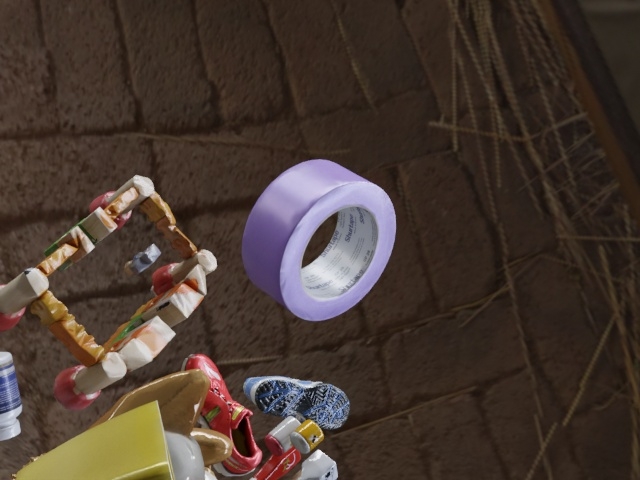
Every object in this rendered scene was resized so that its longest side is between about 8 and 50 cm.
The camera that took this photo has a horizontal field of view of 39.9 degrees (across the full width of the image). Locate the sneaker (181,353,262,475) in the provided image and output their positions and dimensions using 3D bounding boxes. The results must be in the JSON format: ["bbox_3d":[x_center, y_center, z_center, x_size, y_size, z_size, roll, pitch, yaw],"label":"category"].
[{"bbox_3d":[-0.199,0.362,1.878,0.107,0.118,0.279,-23,87,-50],"label":"sneaker"}]

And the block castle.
[{"bbox_3d":[-0.445,0.102,1.813,0.303,0.213,0.453,50,38,-12],"label":"block castle"}]

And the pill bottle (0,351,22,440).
[{"bbox_3d":[-0.672,0.324,1.827,0.094,0.094,0.169,-11,97,-17],"label":"pill bottle"}]

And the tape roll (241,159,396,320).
[{"bbox_3d":[0.000,0.000,1.105,0.189,0.189,0.080,-39,45,-21],"label":"tape roll"}]

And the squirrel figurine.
[{"bbox_3d":[-0.335,0.443,1.534,0.397,0.370,0.281,-16,70,-13],"label":"squirrel figurine"}]

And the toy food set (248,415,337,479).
[{"bbox_3d":[-0.048,0.376,1.386,0.104,0.232,0.111,-37,50,-29],"label":"toy food set"}]

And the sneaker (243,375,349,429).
[{"bbox_3d":[-0.038,0.270,1.517,0.211,0.081,0.080,25,81,-34],"label":"sneaker"}]

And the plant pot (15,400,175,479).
[{"bbox_3d":[-0.260,0.345,1.059,0.187,0.212,0.212,-12,103,-12],"label":"plant pot"}]
